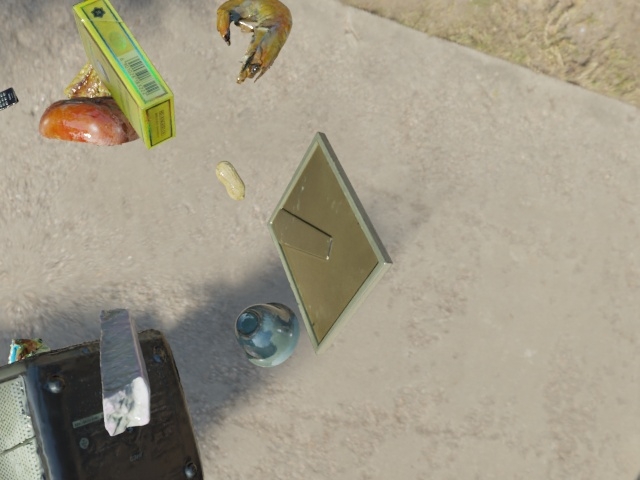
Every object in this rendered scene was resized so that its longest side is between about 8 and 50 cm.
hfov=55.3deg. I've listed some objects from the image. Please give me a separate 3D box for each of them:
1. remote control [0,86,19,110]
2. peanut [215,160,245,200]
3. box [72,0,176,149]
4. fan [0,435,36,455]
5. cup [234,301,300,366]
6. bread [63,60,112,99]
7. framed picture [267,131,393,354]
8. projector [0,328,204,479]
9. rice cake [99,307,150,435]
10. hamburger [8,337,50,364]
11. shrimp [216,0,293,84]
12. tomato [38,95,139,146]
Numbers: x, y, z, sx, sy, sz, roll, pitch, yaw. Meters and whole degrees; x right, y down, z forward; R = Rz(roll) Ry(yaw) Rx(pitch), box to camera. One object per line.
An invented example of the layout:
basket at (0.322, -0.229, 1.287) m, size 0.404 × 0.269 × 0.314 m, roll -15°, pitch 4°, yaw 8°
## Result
remote control at (-0.524, -0.211, 0.973) m, size 0.091 × 0.016 × 0.034 m, roll -22°, pitch 78°, yaw 5°
peanut at (-0.219, -0.145, 1.501) m, size 0.054 × 0.053 × 0.113 m, roll -41°, pitch 121°, yaw -23°
box at (-0.326, -0.280, 1.028) m, size 0.064 × 0.141 × 0.220 m, roll -30°, pitch 80°, yaw -19°
fan at (-0.459, 0.314, 0.935) m, size 0.055 × 0.083 × 0.004 m, roll -28°, pitch 80°, yaw -12°
cup at (-0.179, 0.261, 1.795) m, size 0.150 × 0.199 × 0.199 m, roll 43°, pitch 63°, yaw -60°
bread at (-0.640, -0.450, 1.779) m, size 0.103 × 0.132 × 0.172 m, roll 39°, pitch 90°, yaw 26°
framed picture at (0.000, 0.000, 0.821) m, size 0.016 × 0.184 × 0.250 m, roll 7°, pitch 41°, yaw -32°
projector at (-0.479, 0.420, 1.307) m, size 0.395 × 0.242 × 0.406 m, roll -5°, pitch 76°, yaw -60°
rice cake at (-0.275, 0.163, 0.847) m, size 0.056 × 0.365 × 0.073 m, roll -11°, pitch 102°, yaw -18°
hamburger at (-0.710, 0.380, 1.534) m, size 0.150 × 0.260 × 0.276 m, roll 12°, pitch 73°, yaw -31°
shrimp at (-0.132, -0.396, 1.175) m, size 0.150 × 0.068 × 0.249 m, roll 8°, pitch 54°, yaw -4°
tomato at (-0.544, -0.291, 1.452) m, size 0.236 × 0.236 × 0.095 m, roll -6°, pitch 112°, yaw -27°
